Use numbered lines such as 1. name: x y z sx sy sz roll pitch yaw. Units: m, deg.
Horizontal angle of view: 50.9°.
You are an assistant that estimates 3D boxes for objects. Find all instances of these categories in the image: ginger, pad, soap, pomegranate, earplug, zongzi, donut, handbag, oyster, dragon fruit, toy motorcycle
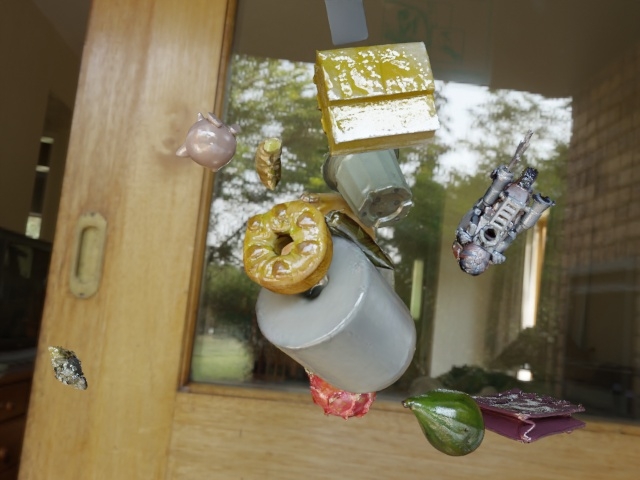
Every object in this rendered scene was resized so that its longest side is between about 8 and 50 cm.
1. ginger: -0.150 -0.216 1.938 0.081 0.115 0.205 22 -15 6
2. pad: 0.076 -0.657 1.964 0.112 0.157 0.003 -14 18 -8
3. soap: 0.137 -0.355 1.686 0.281 0.259 0.143 -10 -9 -11
4. pomegranate: 0.000 0.000 2.451 0.411 0.412 0.411 6 -7 1
5. earplug: 0.070 0.214 1.723 0.312 0.313 0.394 1 -31 37
6. zongzi: 0.099 0.001 1.730 0.184 0.084 0.187 30 -11 29
7. donut: -0.077 0.017 1.568 0.226 0.227 0.114 2 -22 27
8. handbag: 0.463 0.398 1.538 0.216 0.074 0.203 2 -1 -33
9. oyster: -0.638 0.314 1.707 0.051 0.103 0.148 -29 -39 7
10. dragon fruit: 0.059 0.486 2.254 0.268 0.210 0.205 38 -26 -8
11. toy motorcycle: 0.374 -0.057 1.380 0.134 0.207 0.401 35 -43 7

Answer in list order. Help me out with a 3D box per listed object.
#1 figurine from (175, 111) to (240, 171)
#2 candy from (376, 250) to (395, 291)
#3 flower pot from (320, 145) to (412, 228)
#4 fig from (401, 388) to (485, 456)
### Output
1. figurine: -0.258 -0.229 1.580 0.125 0.125 0.138 12 -49 -43
2. candy: 0.170 0.145 2.055 0.102 0.234 0.104 -10 18 -13
3. flower pot: 0.166 -0.190 2.224 0.290 0.259 0.290 -12 -41 -11
4. fig: 0.207 0.297 1.145 0.117 0.117 0.177 -1 -31 44
